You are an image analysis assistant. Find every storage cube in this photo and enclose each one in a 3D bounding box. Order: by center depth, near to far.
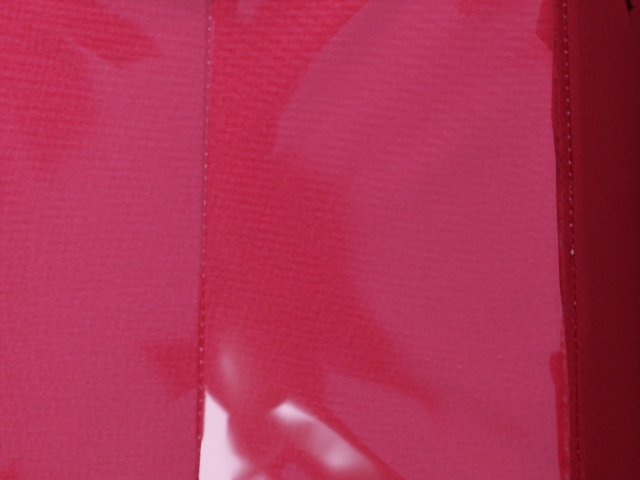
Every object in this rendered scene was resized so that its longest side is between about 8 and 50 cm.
[{"bbox_3d":[0.000,0.000,0.503,0.183,0.215,0.193,-4,73,16],"label":"storage cube"}]
